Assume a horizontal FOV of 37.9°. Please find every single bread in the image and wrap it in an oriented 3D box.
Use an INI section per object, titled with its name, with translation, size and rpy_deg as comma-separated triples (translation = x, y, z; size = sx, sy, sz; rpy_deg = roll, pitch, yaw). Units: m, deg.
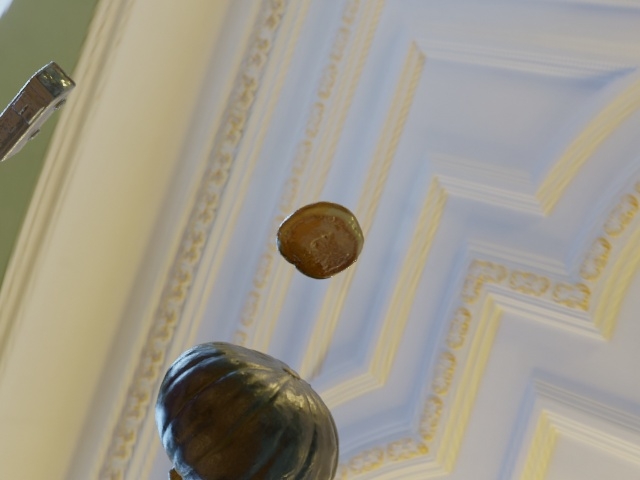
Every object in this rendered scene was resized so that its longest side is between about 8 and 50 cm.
[bread]
translation = 0.000, 0.000, 1.129
size = 0.110, 0.110, 0.024
rpy_deg = -40, -148, 19

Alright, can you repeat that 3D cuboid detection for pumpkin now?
[pumpkin]
translation = -0.099, 0.239, 1.141
size = 0.216, 0.250, 0.250
rpy_deg = -34, -121, -1

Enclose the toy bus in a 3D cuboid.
[toy bus]
translation = -0.477, -0.207, 1.512
size = 0.064, 0.075, 0.190
rpy_deg = 47, -55, -8
